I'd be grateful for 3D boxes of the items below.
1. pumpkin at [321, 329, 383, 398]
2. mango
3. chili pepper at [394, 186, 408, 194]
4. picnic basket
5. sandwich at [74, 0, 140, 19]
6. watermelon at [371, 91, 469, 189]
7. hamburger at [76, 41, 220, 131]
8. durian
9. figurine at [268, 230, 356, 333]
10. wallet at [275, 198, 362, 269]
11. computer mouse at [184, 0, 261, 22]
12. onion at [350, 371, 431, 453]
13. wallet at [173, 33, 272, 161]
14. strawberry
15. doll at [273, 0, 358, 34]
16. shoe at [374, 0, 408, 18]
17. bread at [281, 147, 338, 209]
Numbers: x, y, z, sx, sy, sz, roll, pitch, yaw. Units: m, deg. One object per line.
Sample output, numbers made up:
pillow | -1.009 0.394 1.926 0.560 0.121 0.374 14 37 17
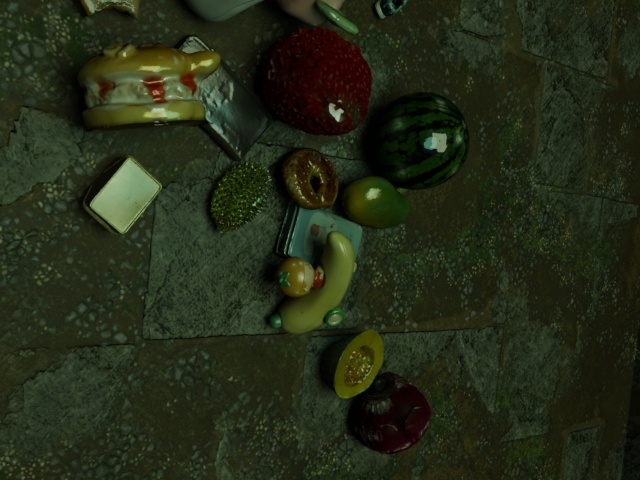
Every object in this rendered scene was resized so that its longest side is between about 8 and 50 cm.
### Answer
pumpkin | 0.082 0.358 2.008 0.218 0.110 0.217 -17 114 -45
mango | 0.165 -0.109 1.990 0.251 0.114 0.156 20 115 -49
chili pepper | 0.235 -0.159 2.094 0.208 0.043 0.048 -32 126 -30
picnic basket | -0.457 -0.104 1.546 0.164 0.080 0.115 -53 124 -19
sandwich | -0.506 -0.593 1.461 0.245 0.063 0.211 4 94 -36
watermelon | 0.292 -0.291 1.979 0.285 0.285 0.284 -5 98 -37
hamburger | -0.364 -0.333 1.462 0.303 0.261 0.186 -2 99 1
durian | -0.187 -0.120 1.737 0.220 0.096 0.137 -51 138 -34
figurine | -0.026 0.113 1.820 0.222 0.124 0.324 11 118 -27
wallet | 0.000 0.000 1.915 0.251 0.075 0.176 21 78 -36
computer mouse | -0.204 -0.617 1.553 0.184 0.297 0.121 61 26 -27
onion | 0.216 0.549 2.059 0.207 0.206 0.216 -37 115 -29
wallet | -0.262 -0.355 1.689 0.309 0.042 0.165 44 71 -31
strawberry | 0.006 -0.404 1.726 0.292 0.310 0.291 -4 97 -32
doll | -0.009 -0.655 1.712 0.216 0.284 0.268 -41 142 23
shoe | 0.224 -0.708 2.002 0.143 0.071 0.063 -42 119 -31
bread | -0.030 -0.168 1.852 0.193 0.064 0.193 16 65 -40
